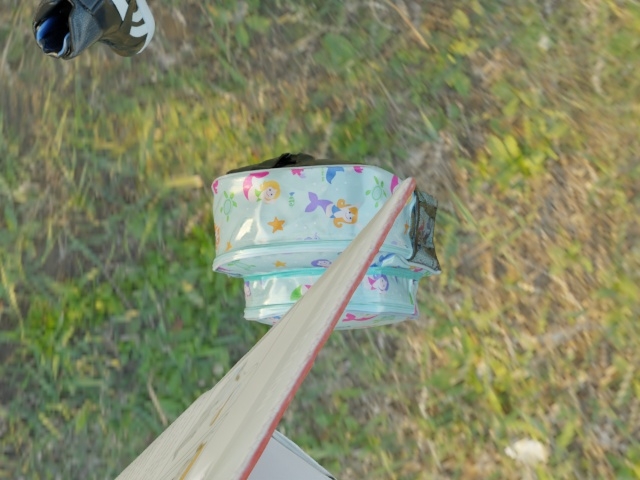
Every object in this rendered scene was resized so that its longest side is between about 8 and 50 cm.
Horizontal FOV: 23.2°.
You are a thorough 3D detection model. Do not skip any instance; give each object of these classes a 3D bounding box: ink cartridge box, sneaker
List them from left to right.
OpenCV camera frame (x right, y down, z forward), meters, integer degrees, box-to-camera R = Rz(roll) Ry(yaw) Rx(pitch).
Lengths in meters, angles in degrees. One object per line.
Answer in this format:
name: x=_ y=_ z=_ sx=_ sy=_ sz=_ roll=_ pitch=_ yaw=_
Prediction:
ink cartridge box: x=-0.064 y=0.138 z=0.384 sx=0.060 sy=0.275 sz=0.239 roll=39 pitch=132 yaw=-6
sneaker: x=-0.232 y=-0.216 z=1.538 sx=0.079 sy=0.217 sz=0.121 roll=39 pitch=73 yaw=9

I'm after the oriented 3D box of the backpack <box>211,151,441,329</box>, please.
backpack: x=0.000 y=0.000 z=1.674 sx=0.225 sy=0.253 sz=0.191 roll=-4 pitch=76 yaw=19
